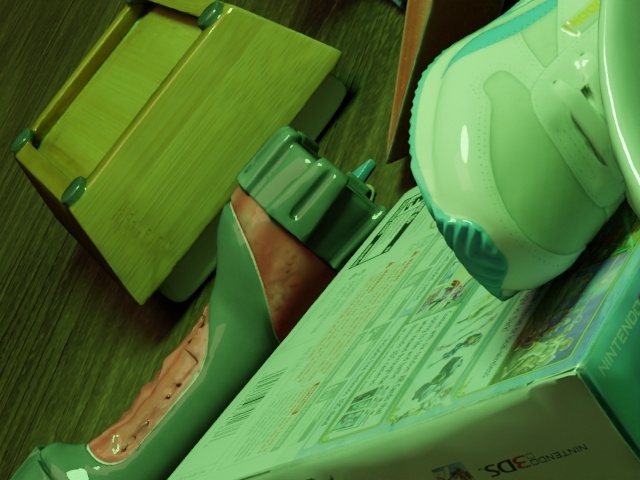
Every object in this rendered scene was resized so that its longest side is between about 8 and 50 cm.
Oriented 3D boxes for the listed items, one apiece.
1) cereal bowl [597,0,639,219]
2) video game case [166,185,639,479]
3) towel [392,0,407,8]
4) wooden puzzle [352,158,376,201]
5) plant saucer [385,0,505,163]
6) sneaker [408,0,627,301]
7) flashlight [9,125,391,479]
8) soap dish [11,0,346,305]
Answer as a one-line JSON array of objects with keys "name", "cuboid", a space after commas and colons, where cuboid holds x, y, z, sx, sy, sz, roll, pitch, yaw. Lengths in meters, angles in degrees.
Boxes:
[{"name": "cereal bowl", "cuboid": [0.251, -0.039, 0.432, 0.339, 0.141, 0.339, -15, 46, 16]}, {"name": "video game case", "cuboid": [0.081, 0.029, 0.714, 0.244, 0.061, 0.269, -26, 16, 43]}, {"name": "towel", "cuboid": [0.121, -0.309, 1.270, 0.285, 0.034, 0.209, -49, 22, 5]}, {"name": "wooden puzzle", "cuboid": [0.000, 0.000, 1.058, 0.078, 0.014, 0.116, -32, 29, 37]}, {"name": "plant saucer", "cuboid": [0.098, -0.215, 1.010, 0.258, 0.047, 0.259, 104, 177, -48]}, {"name": "sneaker", "cuboid": [0.112, -0.065, 0.635, 0.092, 0.087, 0.229, -21, 22, 44]}, {"name": "flashlight", "cuboid": [-0.081, 0.075, 0.982, 0.304, 0.103, 0.103, -48, 24, 5]}, {"name": "soap dish", "cuboid": [-0.121, -0.088, 1.277, 0.229, 0.118, 0.291, -52, 24, -3]}]
